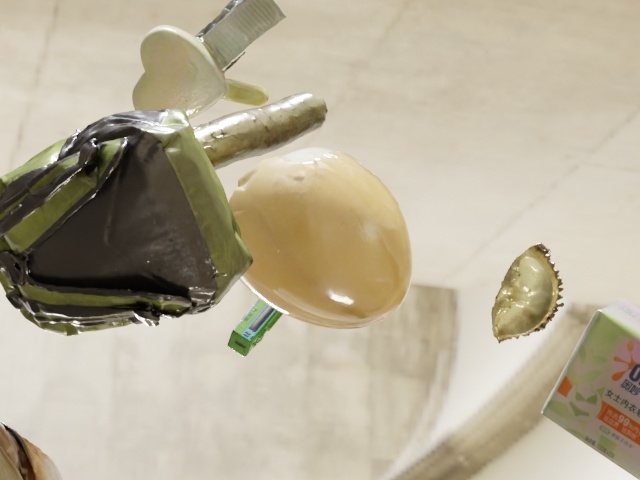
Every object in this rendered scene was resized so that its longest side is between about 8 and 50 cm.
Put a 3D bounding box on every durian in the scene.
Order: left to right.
[{"bbox_3d":[0.238,0.064,1.753,0.052,0.066,0.130,45,-56,48],"label":"durian"}]

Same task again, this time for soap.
[{"bbox_3d":[0.438,0.207,2.151,0.138,0.199,0.182,-7,127,-62],"label":"soap"}]

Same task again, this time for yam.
[{"bbox_3d":[-0.112,-0.133,2.034,0.071,0.317,0.067,13,-63,42],"label":"yam"}]

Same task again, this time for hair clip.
[{"bbox_3d":[-0.133,-0.217,1.904,0.218,0.159,0.071,-41,-172,2],"label":"hair clip"}]

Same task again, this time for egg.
[{"bbox_3d":[0.000,0.000,1.817,0.244,0.201,0.201,44,-38,15],"label":"egg"}]

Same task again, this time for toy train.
[{"bbox_3d":[-0.073,0.100,2.455,0.209,0.042,0.044,-50,168,-41],"label":"toy train"}]

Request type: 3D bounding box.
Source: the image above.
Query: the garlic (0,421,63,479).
[{"bbox_3d":[-0.345,0.266,1.497,0.160,0.214,0.191,-110,-141,-61],"label":"garlic"}]

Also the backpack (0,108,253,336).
[{"bbox_3d":[-0.206,-0.006,1.487,0.207,0.253,0.140,67,23,-13],"label":"backpack"}]
